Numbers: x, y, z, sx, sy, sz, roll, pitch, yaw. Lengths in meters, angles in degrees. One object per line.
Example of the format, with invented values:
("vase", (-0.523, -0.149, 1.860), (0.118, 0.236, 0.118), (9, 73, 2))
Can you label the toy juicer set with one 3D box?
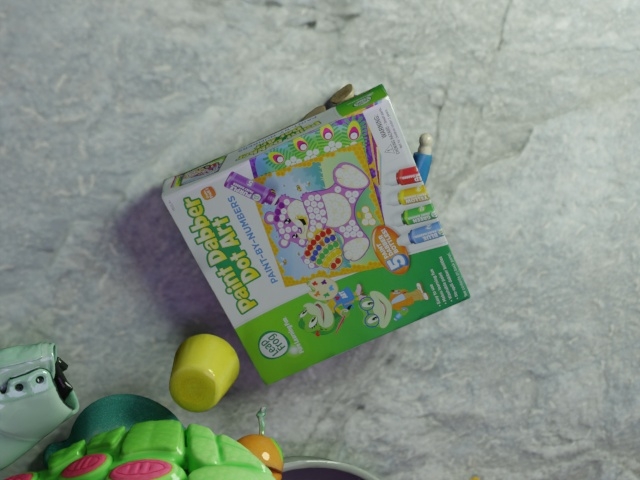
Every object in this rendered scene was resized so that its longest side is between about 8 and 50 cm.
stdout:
("toy juicer set", (-0.185, 0.259, 0.971), (0.329, 0.089, 0.209), (-33, 102, 13))

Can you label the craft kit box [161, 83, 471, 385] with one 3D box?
("craft kit box", (0.000, 0.000, 0.945), (0.246, 0.061, 0.250), (-23, 114, 7))

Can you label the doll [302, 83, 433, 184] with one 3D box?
("doll", (0.066, -0.076, 0.974), (0.129, 0.046, 0.189), (-38, 113, -2))

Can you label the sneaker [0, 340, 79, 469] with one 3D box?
("sneaker", (-0.345, 0.109, 0.878), (0.151, 0.094, 0.256), (-32, 123, 1))

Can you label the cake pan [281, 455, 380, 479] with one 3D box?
("cake pan", (-0.035, 0.382, 1.083), (0.293, 0.054, 0.293), (-5, 108, -15))

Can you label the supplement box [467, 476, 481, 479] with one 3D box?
("supplement box", (0.207, 0.425, 1.158), (0.078, 0.080, 0.233), (-21, 110, -12))

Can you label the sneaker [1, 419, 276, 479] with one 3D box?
("sneaker", (-0.227, 0.317, 0.866), (0.482, 0.185, 0.202), (-21, 108, 24))
